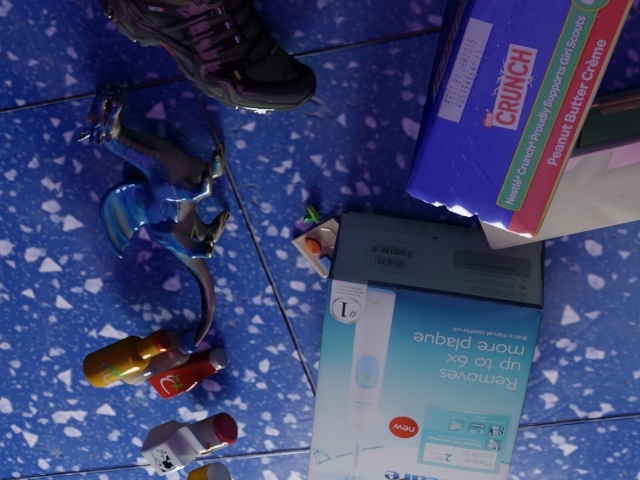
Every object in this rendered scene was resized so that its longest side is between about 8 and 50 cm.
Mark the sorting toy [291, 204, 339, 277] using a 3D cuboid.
[{"bbox_3d":[0.000,0.000,1.678,0.062,0.012,0.083,-27,115,29],"label":"sorting toy"}]

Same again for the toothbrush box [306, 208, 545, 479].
[{"bbox_3d":[0.106,0.132,1.675,0.216,0.126,0.295,9,128,3],"label":"toothbrush box"}]

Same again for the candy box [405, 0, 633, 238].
[{"bbox_3d":[0.175,-0.207,1.295,0.122,0.317,0.268,19,128,0],"label":"candy box"}]

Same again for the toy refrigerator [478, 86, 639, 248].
[{"bbox_3d":[0.278,-0.081,1.497,0.269,0.102,0.094,-13,121,22],"label":"toy refrigerator"}]

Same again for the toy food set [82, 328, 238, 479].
[{"bbox_3d":[-0.148,0.181,1.782,0.104,0.111,0.232,-24,114,28],"label":"toy food set"}]

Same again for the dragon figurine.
[{"bbox_3d":[-0.174,-0.034,1.650,0.144,0.085,0.289,6,126,10],"label":"dragon figurine"}]

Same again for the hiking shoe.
[{"bbox_3d":[-0.095,-0.208,1.505,0.227,0.086,0.114,29,130,-7],"label":"hiking shoe"}]
